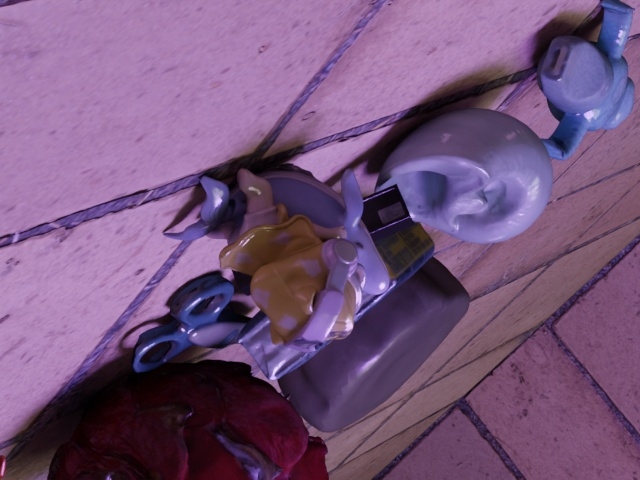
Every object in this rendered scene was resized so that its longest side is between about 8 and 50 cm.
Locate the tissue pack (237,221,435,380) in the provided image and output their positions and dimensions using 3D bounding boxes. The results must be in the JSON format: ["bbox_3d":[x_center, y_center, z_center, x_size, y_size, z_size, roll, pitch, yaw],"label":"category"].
[{"bbox_3d":[0.022,0.054,1.910,0.185,0.081,0.257,-38,178,16],"label":"tissue pack"}]

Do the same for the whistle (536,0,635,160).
[{"bbox_3d":[0.291,-0.178,1.894,0.186,0.093,0.274,-66,161,4],"label":"whistle"}]

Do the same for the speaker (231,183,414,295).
[{"bbox_3d":[0.000,0.000,1.749,0.191,0.040,0.046,-23,167,4],"label":"speaker"}]

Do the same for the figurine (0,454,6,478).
[{"bbox_3d":[-0.373,0.245,1.530,0.183,0.160,0.226,-41,174,21],"label":"figurine"}]

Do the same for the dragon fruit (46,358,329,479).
[{"bbox_3d":[-0.147,0.286,1.871,0.329,0.329,0.329,-35,166,-10],"label":"dragon fruit"}]

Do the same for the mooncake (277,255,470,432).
[{"bbox_3d":[0.063,0.125,2.235,0.275,0.135,0.275,-37,165,-12],"label":"mooncake"}]

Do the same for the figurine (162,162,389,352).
[{"bbox_3d":[-0.032,0.009,1.541,0.208,0.184,0.128,17,140,-18],"label":"figurine"}]

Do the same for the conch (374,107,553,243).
[{"bbox_3d":[0.150,-0.071,1.810,0.185,0.121,0.221,-28,151,9],"label":"conch"}]

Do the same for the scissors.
[{"bbox_3d":[-0.115,0.095,1.867,0.138,0.041,0.289,-48,164,10],"label":"scissors"}]
